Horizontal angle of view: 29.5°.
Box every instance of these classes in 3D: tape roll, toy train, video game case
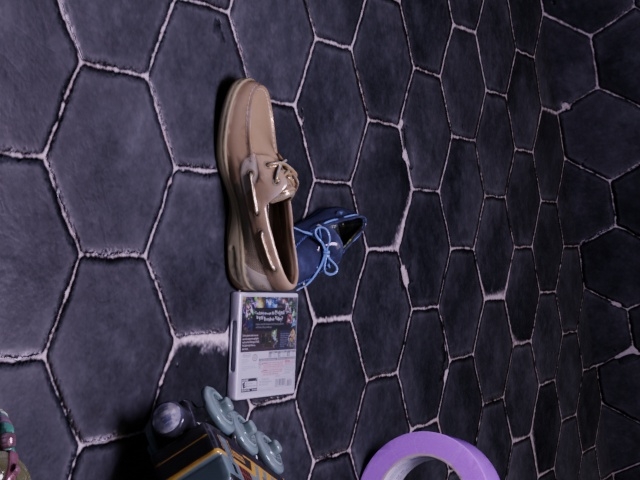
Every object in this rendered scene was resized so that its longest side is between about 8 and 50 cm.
[{"bbox_3d":[0.210,0.508,2.330,0.090,0.275,0.275,27,67,-60],"label":"tape roll"},{"bbox_3d":[-0.134,0.347,1.759,0.334,0.142,0.190,52,9,-52],"label":"toy train"},{"bbox_3d":[-0.094,0.173,2.018,0.190,0.022,0.173,6,86,-61],"label":"video game case"}]

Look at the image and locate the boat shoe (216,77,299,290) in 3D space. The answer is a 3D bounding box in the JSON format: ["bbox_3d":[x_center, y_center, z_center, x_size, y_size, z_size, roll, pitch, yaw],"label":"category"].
[{"bbox_3d":[-0.085,-0.089,1.929,0.121,0.110,0.341,-21,109,-60],"label":"boat shoe"}]

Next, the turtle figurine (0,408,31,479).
[{"bbox_3d":[-0.388,0.262,1.372,0.234,0.118,0.175,60,42,-42],"label":"turtle figurine"}]

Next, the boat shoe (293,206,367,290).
[{"bbox_3d":[0.000,0.000,2.114,0.258,0.089,0.109,-51,134,-49],"label":"boat shoe"}]
